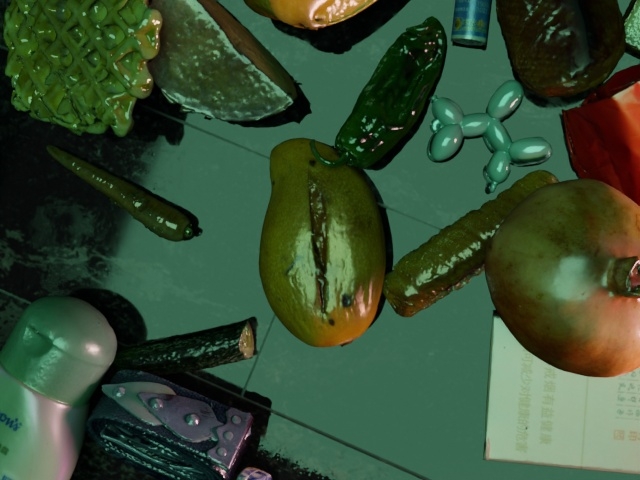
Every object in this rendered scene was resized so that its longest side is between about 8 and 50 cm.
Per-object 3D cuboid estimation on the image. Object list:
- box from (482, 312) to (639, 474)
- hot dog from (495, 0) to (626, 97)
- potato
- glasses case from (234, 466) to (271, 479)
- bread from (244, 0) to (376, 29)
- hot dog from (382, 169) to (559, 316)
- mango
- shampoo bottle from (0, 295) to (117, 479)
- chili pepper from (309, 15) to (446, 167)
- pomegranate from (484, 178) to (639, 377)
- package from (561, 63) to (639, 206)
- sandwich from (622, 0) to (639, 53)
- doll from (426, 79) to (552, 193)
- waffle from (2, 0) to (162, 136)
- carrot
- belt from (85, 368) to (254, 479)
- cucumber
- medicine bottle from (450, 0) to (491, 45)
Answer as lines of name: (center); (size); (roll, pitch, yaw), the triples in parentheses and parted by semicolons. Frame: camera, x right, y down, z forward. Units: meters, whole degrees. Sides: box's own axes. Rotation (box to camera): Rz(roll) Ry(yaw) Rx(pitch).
box: (0.409, 0.213, 1.686); (0.365, 0.051, 0.204); (4, 90, 9)
hot dog: (0.316, -0.293, 1.650); (0.161, 0.099, 0.226); (-13, 72, 19)
potato: (-0.153, -0.244, 1.735); (0.138, 0.098, 0.243); (-42, 95, 19)
glasses case: (-0.127, 0.443, 1.757); (0.065, 0.087, 0.248); (19, 95, 20)
bread: (0.006, -0.396, 1.650); (0.270, 0.142, 0.195); (-31, 124, -8)
hot dog: (0.208, 0.004, 1.702); (0.289, 0.068, 0.083); (-36, 84, 10)
mango: (-0.001, 0.001, 1.706); (0.177, 0.120, 0.294); (-7, 90, 9)
shampoo bottle: (-0.417, 0.239, 1.760); (0.222, 0.151, 0.349); (35, 96, 24)
chili pepper: (0.092, -0.192, 1.688); (0.100, 0.074, 0.257); (40, 71, -24)
pomegranate: (0.337, 0.047, 1.550); (0.229, 0.270, 0.252); (-44, 92, -6)
package: (0.526, -0.184, 1.608); (0.424, 0.123, 0.196); (-28, 100, 10)
sandwich: (0.453, -0.294, 1.671); (0.093, 0.036, 0.105); (25, 97, 6)
doll: (0.220, -0.148, 1.700); (0.159, 0.059, 0.159); (-32, 88, 8)
waffle: (-0.342, -0.293, 1.713); (0.317, 0.073, 0.297); (14, 101, 35)
carrot: (-0.291, -0.071, 1.788); (0.254, 0.049, 0.049); (32, 96, 9)
belt: (-0.207, 0.259, 1.747); (0.218, 0.122, 0.128); (23, 50, 2)
cucumber: (-0.201, 0.160, 1.777); (0.215, 0.052, 0.058); (-11, 68, 9)
medicine bottle: (0.213, -0.364, 1.698); (0.051, 0.051, 0.191); (7, 94, 8)
